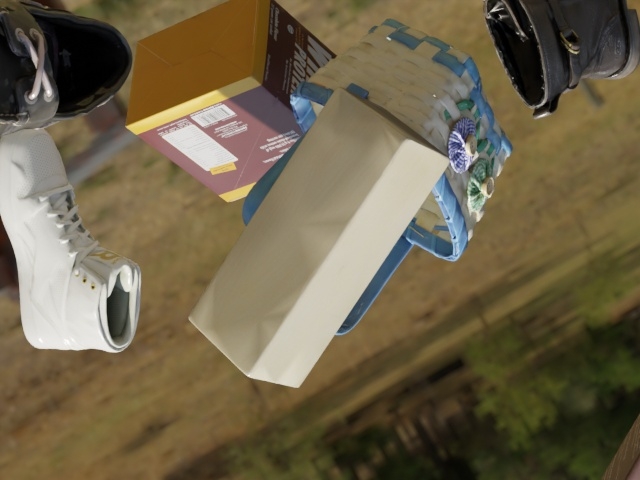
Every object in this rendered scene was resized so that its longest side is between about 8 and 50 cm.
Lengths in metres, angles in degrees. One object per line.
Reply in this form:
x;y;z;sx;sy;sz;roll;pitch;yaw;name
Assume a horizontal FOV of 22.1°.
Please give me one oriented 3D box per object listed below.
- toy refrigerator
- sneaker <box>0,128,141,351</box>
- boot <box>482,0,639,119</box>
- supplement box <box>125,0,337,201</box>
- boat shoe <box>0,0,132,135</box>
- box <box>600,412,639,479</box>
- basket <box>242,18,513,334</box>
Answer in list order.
0.000;0.000;1.563;0.094;0.102;0.269;19;107;-53;toy refrigerator
-0.296;-0.003;2.008;0.169;0.292;0.108;3;-161;37;sneaker
0.239;-0.264;1.708;0.091;0.262;0.229;-23;176;38;boot
-0.090;-0.167;1.942;0.191;0.129;0.194;-18;143;32;supplement box
-0.227;-0.145;1.301;0.096;0.112;0.335;-7;-172;6;boat shoe
0.389;0.242;1.646;0.203;0.168;0.167;-65;173;23;box
0.055;-0.067;1.705;0.289;0.201;0.254;-48;144;-10;basket
